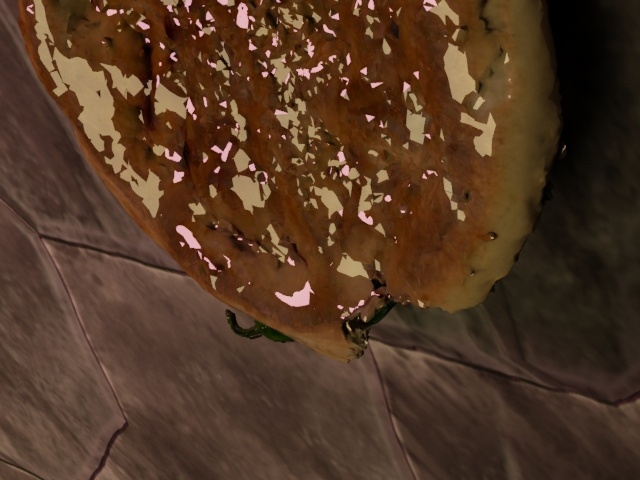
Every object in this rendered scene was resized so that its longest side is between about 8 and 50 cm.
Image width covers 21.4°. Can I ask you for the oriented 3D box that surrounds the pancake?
[{"bbox_3d":[-0.024,-0.104,0.944,0.382,0.071,0.382,21,124,34],"label":"pancake"}]

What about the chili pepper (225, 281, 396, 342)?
[{"bbox_3d":[0.000,0.000,1.065,0.122,0.065,0.279,45,136,23],"label":"chili pepper"}]
